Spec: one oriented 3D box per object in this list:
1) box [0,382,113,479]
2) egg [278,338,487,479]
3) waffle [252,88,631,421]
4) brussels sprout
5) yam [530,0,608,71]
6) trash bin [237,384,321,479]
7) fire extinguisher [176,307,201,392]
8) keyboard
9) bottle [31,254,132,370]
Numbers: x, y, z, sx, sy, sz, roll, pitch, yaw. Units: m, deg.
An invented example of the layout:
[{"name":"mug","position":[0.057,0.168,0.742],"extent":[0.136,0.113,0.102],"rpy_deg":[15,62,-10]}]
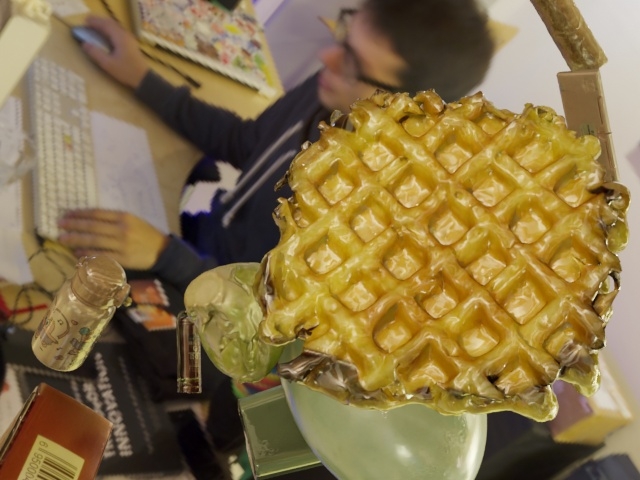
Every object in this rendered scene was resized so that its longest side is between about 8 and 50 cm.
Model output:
[{"name":"box","position":[-0.438,0.428,1.174],"extent":[0.122,0.385,0.345],"rpy_deg":[33,25,-14]},{"name":"egg","position":[0.090,0.214,1.383],"extent":[0.276,0.276,0.389],"rpy_deg":[-5,62,-53]},{"name":"waffle","position":[0.124,0.004,0.987],"extent":[0.095,0.381,0.380],"rpy_deg":[69,31,-63]},{"name":"brussels sprout","position":[-0.109,0.100,1.268],"extent":[0.145,0.131,0.183],"rpy_deg":[-55,142,-40]},{"name":"yam","position":[0.371,-0.398,1.523],"extent":[0.300,0.066,0.066],"rpy_deg":[52,27,-23]},{"name":"trash bin","position":[0.034,0.302,1.644],"extent":[0.343,0.223,0.158],"rpy_deg":[-12,74,-8]},{"name":"fire extinguisher","position":[-0.233,0.189,1.651],"extent":[0.064,0.043,0.158],"rpy_deg":[12,71,-56]},{"name":"keyboard","position":[0.330,-0.134,1.141],"extent":[0.017,0.055,0.166],"rpy_deg":[-50,131,-38]},{"name":"bottle","position":[-0.385,0.118,1.541],"extent":[0.110,0.209,0.097],"rpy_deg":[32,30,-10]}]
